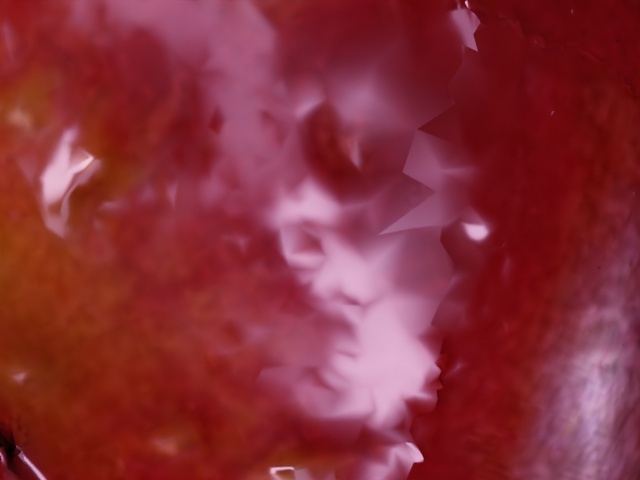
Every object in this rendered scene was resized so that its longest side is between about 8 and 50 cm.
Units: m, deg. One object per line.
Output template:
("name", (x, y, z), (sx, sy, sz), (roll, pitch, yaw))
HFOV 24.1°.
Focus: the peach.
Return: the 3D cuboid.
("peach", (0.000, 0.000, 0.596), (0.339, 0.353, 0.417), (8, 128, 39))
